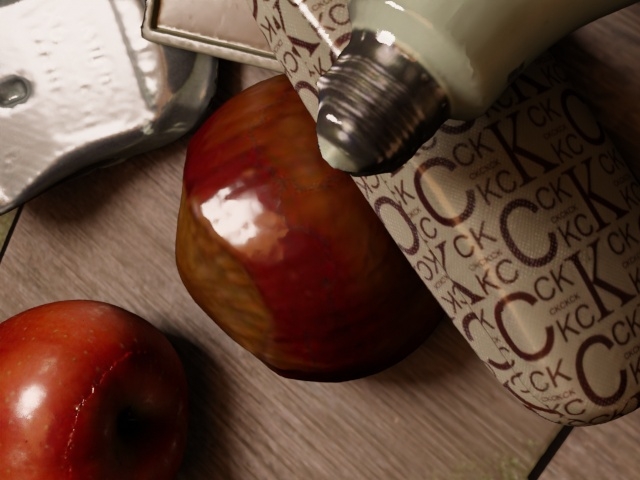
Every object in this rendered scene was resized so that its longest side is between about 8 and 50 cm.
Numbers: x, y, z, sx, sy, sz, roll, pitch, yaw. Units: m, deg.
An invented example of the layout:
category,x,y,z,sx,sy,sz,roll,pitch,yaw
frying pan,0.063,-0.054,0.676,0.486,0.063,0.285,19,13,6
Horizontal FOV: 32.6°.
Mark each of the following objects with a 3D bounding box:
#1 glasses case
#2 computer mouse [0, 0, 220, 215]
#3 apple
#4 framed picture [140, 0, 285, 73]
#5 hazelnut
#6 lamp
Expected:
category,x,y,z,sx,sy,sz,roll,pitch,yaw
glasses case,0.086,-0.059,0.630,0.355,0.137,0.085,56,150,6
computer mouse,-0.175,-0.128,0.840,0.379,0.090,0.167,-16,95,19
apple,-0.189,0.131,0.823,0.168,0.181,0.181,10,101,32
framed picture,-0.002,-0.250,0.706,0.213,0.016,0.289,15,108,14
hazelnut,-0.007,0.001,0.716,0.170,0.160,0.202,1,134,45
lamp,0.108,-0.161,0.565,0.182,0.182,0.314,37,96,24
